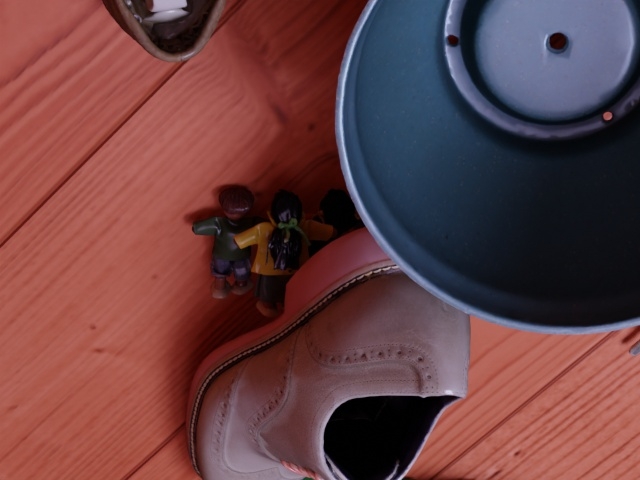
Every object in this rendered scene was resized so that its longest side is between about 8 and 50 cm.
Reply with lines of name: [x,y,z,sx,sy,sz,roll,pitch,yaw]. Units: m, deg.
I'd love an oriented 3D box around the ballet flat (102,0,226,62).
ballet flat: [-0.105,-0.253,0.822,0.116,0.124,0.342,-9,128,-10]

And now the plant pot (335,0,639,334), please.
plant pot: [0.164,-0.112,0.934,0.293,0.196,0.293,3,115,5]

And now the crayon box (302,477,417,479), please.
crayon box: [-0.012,0.351,1.338,0.165,0.081,0.278,6,124,-20]

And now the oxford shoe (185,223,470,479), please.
oxford shoe: [-0.008,0.141,1.085,0.140,0.146,0.397,3,148,-23]

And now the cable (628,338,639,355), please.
cable: [0.388,0.017,1.233,0.139,0.072,0.287,37,98,-5]

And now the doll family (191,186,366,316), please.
doll family: [0.000,0.000,1.084,0.193,0.076,0.111,-5,123,-18]
